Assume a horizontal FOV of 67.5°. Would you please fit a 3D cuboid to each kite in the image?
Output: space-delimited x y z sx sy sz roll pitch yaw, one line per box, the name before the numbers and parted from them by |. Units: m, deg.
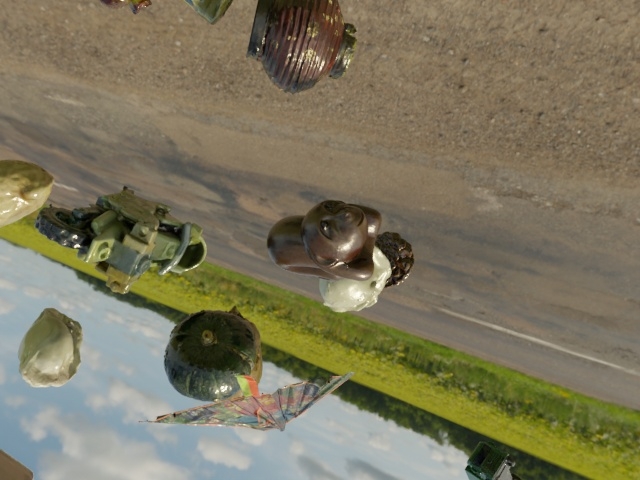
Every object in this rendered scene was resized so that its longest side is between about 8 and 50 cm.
kite | -0.076 0.190 0.538 0.241 0.014 0.183 -10 141 -2

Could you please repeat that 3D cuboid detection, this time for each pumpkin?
pumpkin | -0.219 0.227 0.960 0.190 0.190 0.146 17 121 24

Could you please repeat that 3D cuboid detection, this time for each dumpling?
dumpling | -0.673 0.273 1.213 0.124 0.228 0.151 -30 131 22
dumpling | 0.092 0.100 1.263 0.193 0.147 0.258 -2 130 -4

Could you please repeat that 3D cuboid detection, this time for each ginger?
ginger | -0.212 0.295 1.179 0.152 0.267 0.138 2 165 31

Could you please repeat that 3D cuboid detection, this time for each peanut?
peanut | -0.398 -0.048 0.549 0.187 0.082 0.082 -9 159 9

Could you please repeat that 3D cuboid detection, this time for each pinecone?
pinecone | 0.213 0.060 1.528 0.186 0.168 0.212 -25 177 29

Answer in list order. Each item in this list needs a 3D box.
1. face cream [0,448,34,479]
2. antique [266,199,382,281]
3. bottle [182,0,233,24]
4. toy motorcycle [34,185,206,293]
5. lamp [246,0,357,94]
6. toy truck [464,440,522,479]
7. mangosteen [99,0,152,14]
face cream | -0.270 0.078 0.207 0.073 0.107 0.269 -35 109 28
antique | 0.000 0.000 0.806 0.143 0.121 0.257 16 169 -22
bottle | -0.282 -0.538 0.793 0.351 0.171 0.171 31 164 -19
toy motorcycle | -0.400 -0.007 1.044 0.237 0.168 0.410 29 -170 9
lamp | -0.038 -0.436 1.030 0.247 0.246 0.247 22 166 6
toy truck | 0.319 0.431 0.884 0.079 0.065 0.147 22 149 44
mangosteen | -0.474 -0.637 1.037 0.288 0.233 0.287 9 125 12
